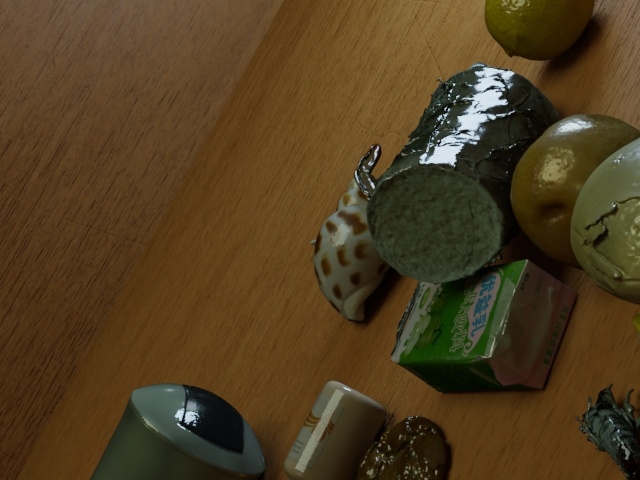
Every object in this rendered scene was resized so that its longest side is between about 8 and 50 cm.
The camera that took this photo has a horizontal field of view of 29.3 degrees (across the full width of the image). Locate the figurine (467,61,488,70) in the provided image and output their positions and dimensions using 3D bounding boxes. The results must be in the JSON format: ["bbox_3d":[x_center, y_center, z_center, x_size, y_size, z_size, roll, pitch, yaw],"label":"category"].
[{"bbox_3d":[0.296,-0.279,2.225,0.094,0.086,0.082,-8,57,10],"label":"figurine"}]

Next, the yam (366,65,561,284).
[{"bbox_3d":[0.217,-0.100,1.827,0.241,0.241,0.348,-40,8,39],"label":"yam"}]

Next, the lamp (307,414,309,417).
[{"bbox_3d":[0.013,0.315,2.097,0.121,0.041,0.054,-38,37,48],"label":"lamp"}]

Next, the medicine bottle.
[{"bbox_3d":[0.004,0.355,1.948,0.252,0.114,0.114,-63,21,-8],"label":"medicine bottle"}]

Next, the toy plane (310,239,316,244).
[{"bbox_3d":[0.003,0.001,2.555,0.084,0.024,0.078,-30,35,63],"label":"toy plane"}]

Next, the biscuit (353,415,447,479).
[{"bbox_3d":[0.107,0.358,1.817,0.226,0.042,0.226,-48,23,29],"label":"biscuit"}]

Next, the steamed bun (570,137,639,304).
[{"bbox_3d":[0.422,-0.041,1.370,0.273,0.166,0.232,-21,9,1],"label":"steamed bun"}]

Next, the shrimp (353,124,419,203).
[{"bbox_3d":[0.143,-0.122,2.231,0.253,0.173,0.058,-91,13,-45],"label":"shrimp"}]

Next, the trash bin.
[{"bbox_3d":[-0.296,0.473,2.241,0.432,0.280,0.280,-60,21,6],"label":"trash bin"}]

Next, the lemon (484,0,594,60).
[{"bbox_3d":[0.372,-0.400,2.074,0.203,0.178,0.178,-57,21,9],"label":"lemon"}]

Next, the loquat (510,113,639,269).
[{"bbox_3d":[0.354,-0.070,1.637,0.213,0.213,0.213,-47,24,28],"label":"loquat"}]

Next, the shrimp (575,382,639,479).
[{"bbox_3d":[0.350,0.219,1.430,0.082,0.076,0.174,-32,26,5],"label":"shrimp"}]

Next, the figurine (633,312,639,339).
[{"bbox_3d":[0.437,0.118,1.368,0.178,0.109,0.130,-18,67,55],"label":"figurine"}]

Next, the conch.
[{"bbox_3d":[0.069,0.002,2.232,0.182,0.148,0.275,-20,41,64],"label":"conch"}]

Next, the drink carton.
[{"bbox_3d":[0.226,0.131,1.768,0.271,0.108,0.161,-16,47,61],"label":"drink carton"}]
